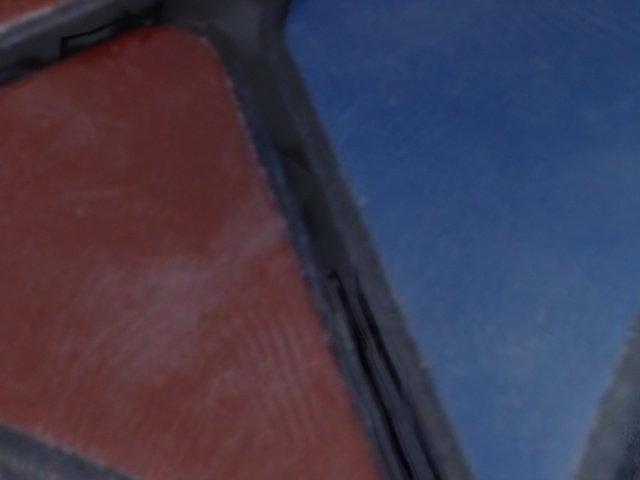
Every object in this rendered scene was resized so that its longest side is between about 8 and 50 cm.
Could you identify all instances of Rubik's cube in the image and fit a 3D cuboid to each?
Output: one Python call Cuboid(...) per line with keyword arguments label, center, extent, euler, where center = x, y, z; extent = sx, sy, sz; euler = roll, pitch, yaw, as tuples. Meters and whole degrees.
Cuboid(label="Rubik's cube", center=(0.000, 0.000, 0.625), extent=(0.307, 0.305, 0.310), euler=(18, 161, 22))
